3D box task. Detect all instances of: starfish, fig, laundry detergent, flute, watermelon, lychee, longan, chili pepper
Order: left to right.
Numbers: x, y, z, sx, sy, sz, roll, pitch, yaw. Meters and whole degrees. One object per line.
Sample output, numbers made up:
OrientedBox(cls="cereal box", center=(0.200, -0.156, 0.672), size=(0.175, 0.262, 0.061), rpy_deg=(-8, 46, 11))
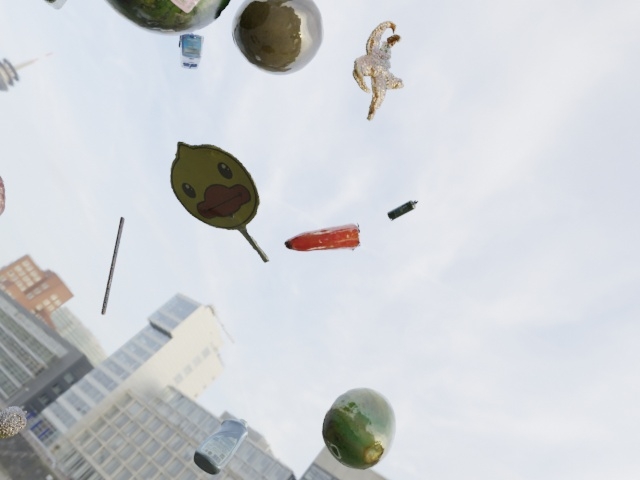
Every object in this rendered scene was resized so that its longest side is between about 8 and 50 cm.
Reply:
OrientedBox(cls="lychee", center=(-0.722, 0.423, 1.165), size=(0.068, 0.083, 0.067), rpy_deg=(35, -68, 8))
OrientedBox(cls="flute", center=(-0.526, 0.060, 1.272), size=(0.014, 0.270, 0.014), rpy_deg=(1, -26, 0))
OrientedBox(cls="watermelon", center=(-0.335, -0.621, 1.062), size=(0.363, 0.363, 0.364), rpy_deg=(29, -37, 25))
OrientedBox(cls="laundry detergent", center=(-0.288, 0.610, 1.521), size=(0.096, 0.206, 0.061), rpy_deg=(24, -62, 18))
OrientedBox(cls="longan", center=(-0.111, -0.532, 1.279), size=(0.248, 0.248, 0.248), rpy_deg=(29, -37, 25))
OrientedBox(cls="chili pepper", center=(-0.001, -0.001, 1.140), size=(0.088, 0.168, 0.065), rpy_deg=(134, -53, -68))
OrientedBox(cls="fig", center=(0.094, 0.438, 1.160), size=(0.181, 0.180, 0.191), rpy_deg=(60, -2, -18))
OrientedBox(cls="starfish", center=(0.115, -0.345, 1.025), size=(0.053, 0.150, 0.210), rpy_deg=(0, -99, 51))

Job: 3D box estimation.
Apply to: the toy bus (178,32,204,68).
OrientedBox(cls="toy bus", center=(-0.436, -0.631, 1.670), size=(0.236, 0.079, 0.094), rpy_deg=(-153, -108, -72))

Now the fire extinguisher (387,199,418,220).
OrientedBox(cls="fire extinguisher", center=(0.198, -0.074, 1.170), size=(0.083, 0.038, 0.025), rpy_deg=(-29, -97, 31))

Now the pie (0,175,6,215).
OrientedBox(cls="pie", center=(-0.617, -0.082, 0.855), size=(0.038, 0.154, 0.154), rpy_deg=(-6, -59, 33))

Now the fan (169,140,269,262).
OrientedBox(cls="fan", center=(-0.212, -0.080, 1.117), size=(0.229, 0.011, 0.335), rpy_deg=(-20, -66, 36))

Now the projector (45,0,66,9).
OrientedBox(cls="projector", center=(-0.811, -0.758, 1.506), size=(0.083, 0.083, 0.082), rpy_deg=(36, 0, -19))
